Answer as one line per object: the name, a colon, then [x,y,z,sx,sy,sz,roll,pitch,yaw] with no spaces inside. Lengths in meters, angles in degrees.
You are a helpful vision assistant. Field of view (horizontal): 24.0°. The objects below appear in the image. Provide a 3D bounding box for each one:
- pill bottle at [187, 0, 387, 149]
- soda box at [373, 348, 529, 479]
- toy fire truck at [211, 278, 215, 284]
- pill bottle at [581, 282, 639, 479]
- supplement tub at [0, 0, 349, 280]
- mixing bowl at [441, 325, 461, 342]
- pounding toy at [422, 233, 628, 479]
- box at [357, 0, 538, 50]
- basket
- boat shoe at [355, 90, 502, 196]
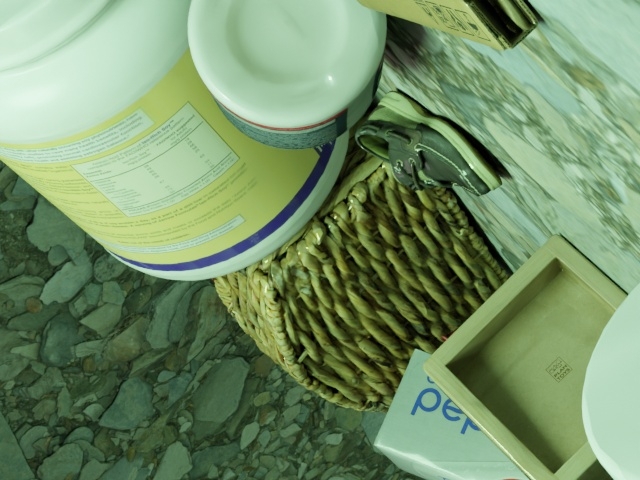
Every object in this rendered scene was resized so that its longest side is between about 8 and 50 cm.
pill bottle: [-0.017,-0.109,0.882,0.108,0.108,0.180,46,178,3]
soda box: [0.197,0.191,1.282,0.286,0.098,0.091,19,166,23]
toy fire truck: [-0.025,-0.034,1.584,0.158,0.217,0.246,45,164,48]
pill bottle: [0.186,0.105,0.454,0.246,0.136,0.136,47,178,-27]
supplement tub: [-0.145,-0.139,1.105,0.241,0.241,0.331,45,178,36]
mixing bowl: [0.189,0.105,1.160,0.181,0.098,0.181,45,178,2]
pounding toy: [0.152,0.138,0.981,0.181,0.206,0.094,45,178,28]
box: [0.003,-0.159,0.664,0.164,0.021,0.201,46,179,-21]
basket: [0.000,0.000,1.357,0.223,0.213,0.299,44,177,37]
boat shoe: [0.071,-0.056,1.018,0.056,0.049,0.152,47,178,-28]
